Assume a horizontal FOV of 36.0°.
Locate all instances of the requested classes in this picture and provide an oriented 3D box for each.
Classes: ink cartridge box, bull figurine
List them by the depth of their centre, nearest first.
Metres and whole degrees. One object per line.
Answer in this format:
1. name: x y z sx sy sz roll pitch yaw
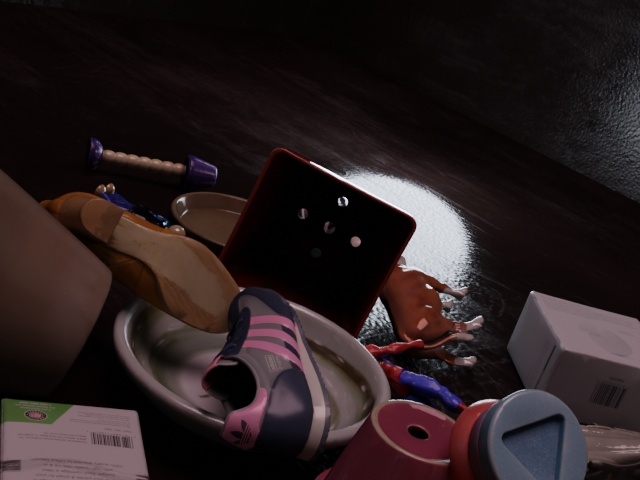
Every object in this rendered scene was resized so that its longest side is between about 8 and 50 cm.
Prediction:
1. ink cartridge box: -0.273 0.275 1.068 0.160 0.093 0.219 10 23 -20
2. bull figurine: 0.185 0.114 1.818 0.188 0.101 0.310 14 33 -17

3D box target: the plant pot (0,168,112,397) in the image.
1. plant pot: -0.433 0.058 1.243 0.280 0.323 0.323 31 17 -18

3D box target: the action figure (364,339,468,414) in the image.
1. action figure: 0.157 0.220 1.570 0.280 0.091 0.139 26 29 16

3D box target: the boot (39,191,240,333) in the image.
1. boot: -0.259 0.026 1.409 0.295 0.104 0.211 39 -17 -24

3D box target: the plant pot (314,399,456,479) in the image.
1. plant pot: 0.093 0.302 1.188 0.201 0.180 0.201 16 22 -7

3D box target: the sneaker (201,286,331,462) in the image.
1. sneaker: -0.090 0.147 1.232 0.131 0.112 0.319 12 21 -24

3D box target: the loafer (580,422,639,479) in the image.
1. loafer: 0.444 0.327 1.514 0.319 0.112 0.111 9 31 -21

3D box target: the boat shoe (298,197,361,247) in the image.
1. boat shoe: 0.018 -0.017 2.029 0.158 0.127 0.340 5 19 1

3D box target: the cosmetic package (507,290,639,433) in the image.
1. cosmetic package: 0.482 0.221 1.770 0.224 0.138 0.225 15 23 -9

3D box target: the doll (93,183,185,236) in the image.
1. doll: -0.339 -0.043 1.862 0.189 0.046 0.129 29 13 10

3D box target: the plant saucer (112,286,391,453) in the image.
1. plant saucer: -0.103 0.197 1.392 0.400 0.100 0.400 16 21 -6

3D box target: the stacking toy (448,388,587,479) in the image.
1. stacking toy: 0.236 0.330 1.051 0.279 0.130 0.309 38 61 -11

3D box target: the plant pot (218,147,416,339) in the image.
1. plant pot: 0.000 0.000 1.735 0.267 0.267 0.236 28 13 2

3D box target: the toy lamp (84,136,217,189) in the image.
1. toy lamp: -0.357 -0.157 2.092 0.274 0.080 0.080 8 23 -19

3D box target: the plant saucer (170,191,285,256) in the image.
1. plant saucer: -0.165 -0.021 1.963 0.278 0.041 0.278 16 21 -6
